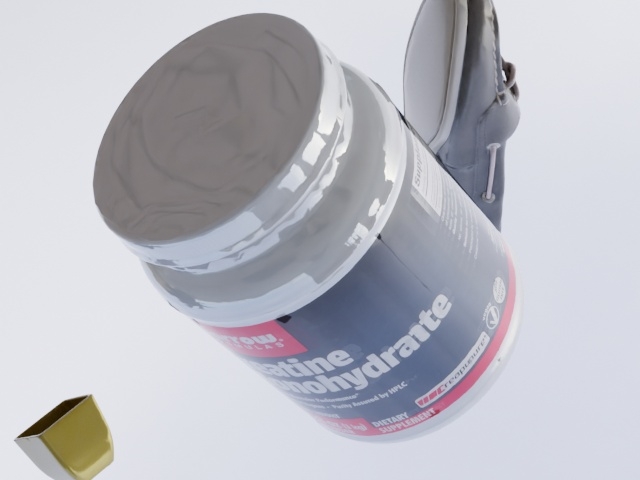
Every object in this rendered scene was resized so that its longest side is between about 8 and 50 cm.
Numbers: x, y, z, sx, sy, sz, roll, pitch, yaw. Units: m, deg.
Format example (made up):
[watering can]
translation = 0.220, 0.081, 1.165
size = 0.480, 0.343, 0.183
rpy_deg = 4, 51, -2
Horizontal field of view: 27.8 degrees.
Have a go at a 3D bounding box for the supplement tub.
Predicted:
[supplement tub]
translation = 0.000, 0.000, 0.854
size = 0.191, 0.272, 0.191
rpy_deg = -20, -131, 25

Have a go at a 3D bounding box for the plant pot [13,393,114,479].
[plant pot]
translation = -0.284, 0.235, 1.480
size = 0.081, 0.083, 0.081
rpy_deg = -39, -169, -34

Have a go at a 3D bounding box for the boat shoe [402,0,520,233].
[boat shoe]
translation = 0.123, -0.088, 1.092
size = 0.096, 0.335, 0.112
rpy_deg = -7, -132, -11
